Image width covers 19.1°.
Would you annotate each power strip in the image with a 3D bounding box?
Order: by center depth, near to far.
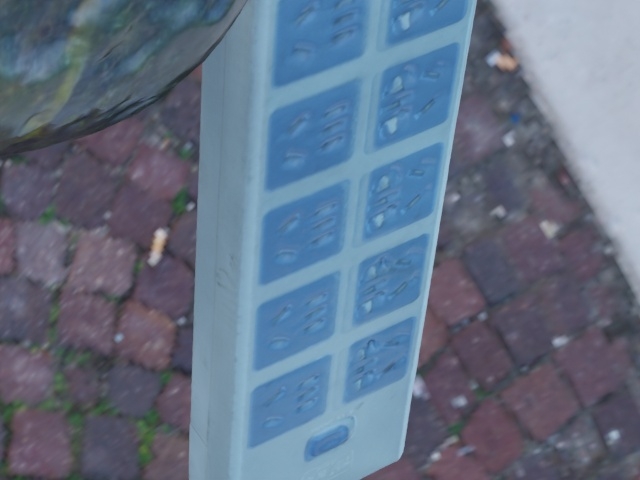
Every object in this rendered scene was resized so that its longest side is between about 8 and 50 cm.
[{"bbox_3d":[0.000,0.000,0.803,0.106,0.367,0.043,-23,51,-26],"label":"power strip"}]

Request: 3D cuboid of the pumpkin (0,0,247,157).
[{"bbox_3d":[-0.134,-0.135,0.492,0.260,0.189,0.260,15,28,-8],"label":"pumpkin"}]
